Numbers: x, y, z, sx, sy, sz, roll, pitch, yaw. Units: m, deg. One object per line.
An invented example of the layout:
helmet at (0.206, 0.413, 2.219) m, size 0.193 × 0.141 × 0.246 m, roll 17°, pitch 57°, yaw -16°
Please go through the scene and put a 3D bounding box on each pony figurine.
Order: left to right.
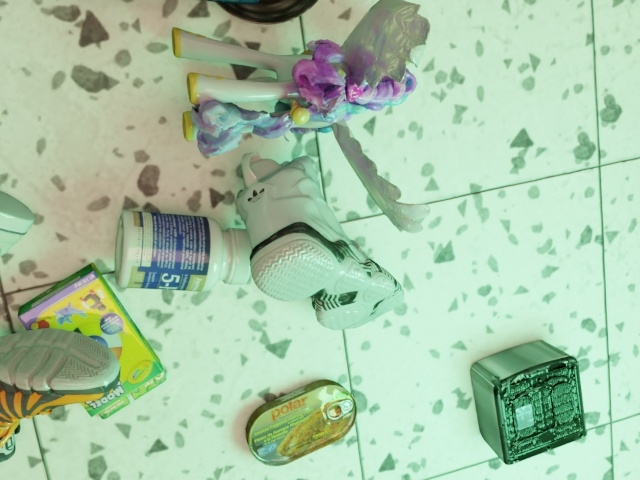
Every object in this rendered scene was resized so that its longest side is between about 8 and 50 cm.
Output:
pony figurine at (-0.001, -0.197, 1.191) m, size 0.363 × 0.351 × 0.303 m, roll -4°, pitch 121°, yaw -14°

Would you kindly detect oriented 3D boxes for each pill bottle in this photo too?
pill bottle at (-0.198, 0.018, 1.290) m, size 0.186 × 0.112 × 0.112 m, roll 4°, pitch 102°, yaw -19°

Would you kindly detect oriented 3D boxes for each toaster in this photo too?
toaster at (0.359, 0.272, 1.540) m, size 0.168 × 0.110 × 0.186 m, roll -17°, pitch 108°, yaw -14°

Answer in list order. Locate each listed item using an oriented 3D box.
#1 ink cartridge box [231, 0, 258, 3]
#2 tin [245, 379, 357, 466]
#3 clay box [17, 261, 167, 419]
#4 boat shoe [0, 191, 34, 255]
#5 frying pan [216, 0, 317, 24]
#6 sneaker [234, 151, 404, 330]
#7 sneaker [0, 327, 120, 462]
ink cartridge box at (-0.223, -0.430, 1.134) m, size 0.307 × 0.129 × 0.223 m, roll 3°, pitch 102°, yaw -8°
tin at (-0.032, 0.297, 1.456) m, size 0.189 × 0.040 × 0.106 m, roll -21°, pitch 113°, yaw -13°
clay box at (-0.329, 0.159, 1.312) m, size 0.127 × 0.053 × 0.222 m, roll -33°, pitch 110°, yaw -7°
boat shoe at (-0.502, -0.039, 1.148) m, size 0.088 × 0.096 × 0.267 m, roll -53°, pitch 149°, yaw 10°
frying pan at (-0.137, -0.426, 1.235) m, size 0.326 × 0.053 × 0.197 m, roll 21°, pitch 95°, yaw -10°
sneaker at (0.000, 0.000, 1.330) m, size 0.137 × 0.210 × 0.366 m, roll -29°, pitch 152°, yaw 19°
sneaker at (-0.419, 0.226, 1.240) m, size 0.321 × 0.124 × 0.180 m, roll 1°, pitch 116°, yaw 14°
